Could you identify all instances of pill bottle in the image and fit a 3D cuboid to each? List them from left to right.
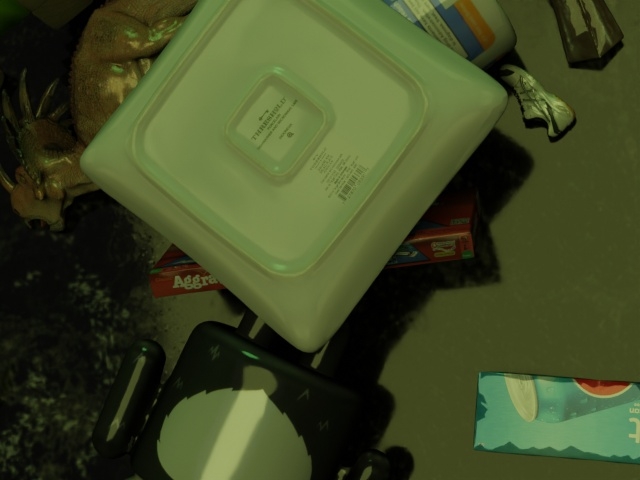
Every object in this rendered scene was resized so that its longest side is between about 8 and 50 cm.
[{"bbox_3d":[0.027,-0.154,1.354,0.272,0.152,0.152,-37,78,5],"label":"pill bottle"}]

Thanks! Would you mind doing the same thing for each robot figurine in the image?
[{"bbox_3d":[-0.067,0.178,1.323,0.209,0.173,0.278,25,88,41],"label":"robot figurine"}]

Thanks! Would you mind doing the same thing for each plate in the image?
[{"bbox_3d":[-0.032,-0.093,1.259,0.278,0.045,0.277,39,94,14],"label":"plate"}]

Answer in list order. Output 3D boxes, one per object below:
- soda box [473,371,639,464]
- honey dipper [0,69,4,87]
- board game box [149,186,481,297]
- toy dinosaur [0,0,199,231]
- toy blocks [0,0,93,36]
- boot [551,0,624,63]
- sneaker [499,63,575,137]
[{"bbox_3d":[0.242,0.156,1.318,0.210,0.067,0.071,3,85,11],"label":"soda box"},{"bbox_3d":[-0.385,-0.195,1.509,0.161,0.030,0.030,33,91,17],"label":"honey dipper"},{"bbox_3d":[0.000,0.000,1.348,0.281,0.145,0.027,-8,105,11],"label":"board game box"},{"bbox_3d":[-0.197,-0.146,1.420,0.200,0.127,0.295,18,82,20],"label":"toy dinosaur"},{"bbox_3d":[-0.222,-0.396,1.437,0.381,0.191,0.261,-36,67,7],"label":"toy blocks"},{"bbox_3d":[0.257,-0.225,1.372,0.106,0.037,0.114,-25,76,21],"label":"boot"},{"bbox_3d":[0.191,-0.127,1.378,0.083,0.032,0.037,40,93,14],"label":"sneaker"}]
